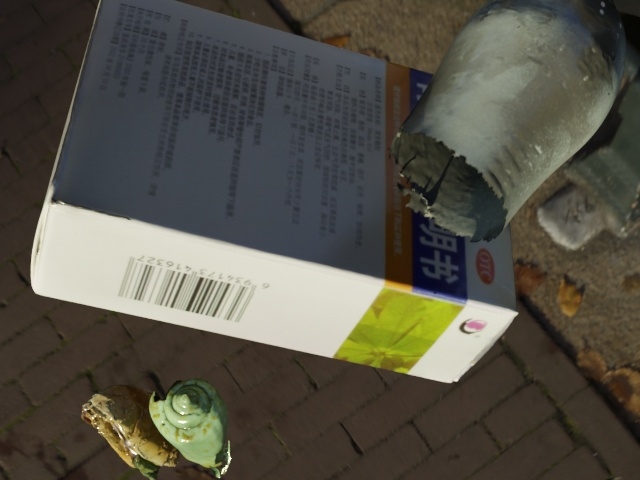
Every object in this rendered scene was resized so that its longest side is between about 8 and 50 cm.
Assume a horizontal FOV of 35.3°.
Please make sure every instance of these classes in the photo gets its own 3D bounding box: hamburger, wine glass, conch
[{"bbox_3d":[-0.233,0.261,1.349,0.087,0.176,0.102,-43,55,-9],"label":"hamburger"},{"bbox_3d":[0.129,-0.107,0.585,0.103,0.103,0.222,33,66,14],"label":"wine glass"},{"bbox_3d":[-0.161,0.229,1.238,0.105,0.170,0.079,29,57,25],"label":"conch"}]

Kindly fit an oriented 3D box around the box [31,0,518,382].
[{"bbox_3d":[-0.025,-0.038,0.690,0.299,0.106,0.200,14,52,-14],"label":"box"}]
